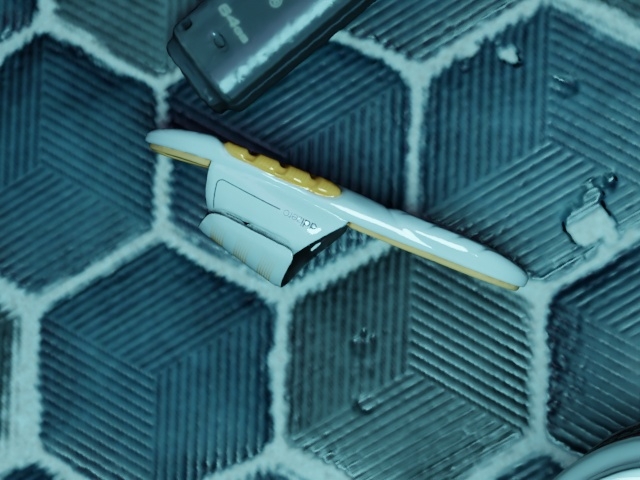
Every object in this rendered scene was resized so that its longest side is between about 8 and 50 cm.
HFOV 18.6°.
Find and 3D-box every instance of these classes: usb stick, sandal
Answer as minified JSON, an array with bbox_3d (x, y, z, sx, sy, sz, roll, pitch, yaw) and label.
[{"bbox_3d":[0.021,-0.191,1.277,0.278,0.045,0.077,-39,81,10],"label":"usb stick"},{"bbox_3d":[-0.001,0.000,1.248,0.265,0.102,0.076,22,91,11],"label":"sandal"}]

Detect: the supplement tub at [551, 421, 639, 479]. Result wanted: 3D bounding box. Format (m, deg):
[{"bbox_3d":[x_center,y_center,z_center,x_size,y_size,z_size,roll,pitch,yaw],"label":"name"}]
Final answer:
[{"bbox_3d":[0.205,0.200,1.106,0.191,0.272,0.191,0,88,13],"label":"supplement tub"}]
